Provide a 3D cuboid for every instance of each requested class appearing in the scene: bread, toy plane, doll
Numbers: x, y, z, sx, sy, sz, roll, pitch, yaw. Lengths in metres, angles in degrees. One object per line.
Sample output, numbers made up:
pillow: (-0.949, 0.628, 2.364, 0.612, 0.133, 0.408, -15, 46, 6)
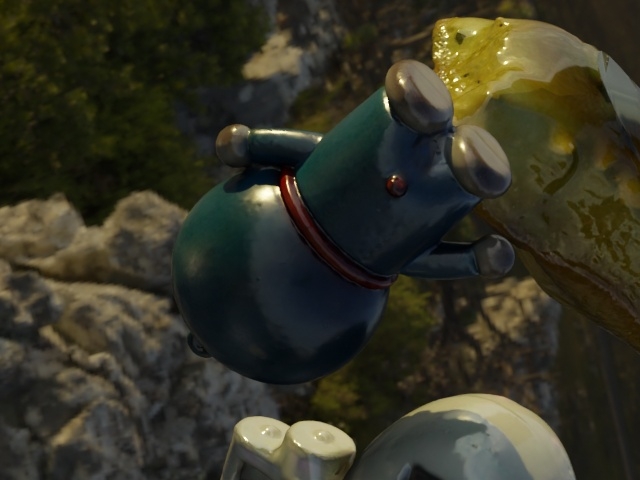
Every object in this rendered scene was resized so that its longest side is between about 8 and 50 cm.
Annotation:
bread: (0.153, -0.030, 0.688, 0.233, 0.088, 0.160, 43, 38, -22)
toy plane: (0.045, 0.184, 0.551, 0.123, 0.267, 0.266, -19, 91, -50)
doll: (0.000, 0.000, 0.487, 0.114, 0.152, 0.085, 46, 24, -4)
